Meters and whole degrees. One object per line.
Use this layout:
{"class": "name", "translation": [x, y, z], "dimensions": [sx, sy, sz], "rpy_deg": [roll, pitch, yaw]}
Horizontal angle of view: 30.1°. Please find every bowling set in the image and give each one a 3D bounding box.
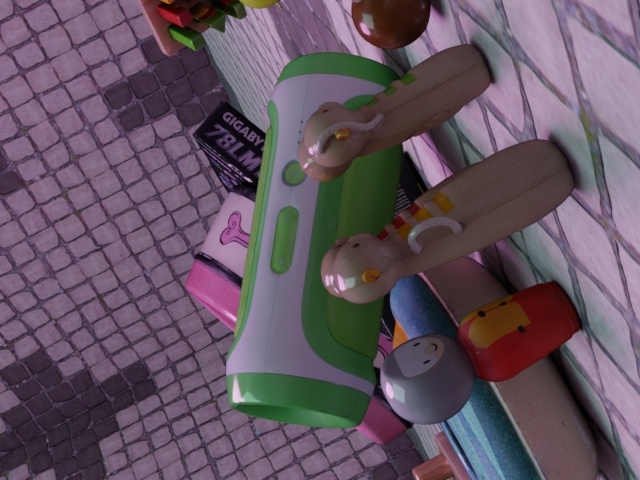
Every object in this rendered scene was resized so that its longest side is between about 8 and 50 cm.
{"class": "bowling set", "translation": [0.038, -0.064, 0.808], "dimensions": [0.200, 0.154, 0.287], "rpy_deg": [61, 176, 5]}

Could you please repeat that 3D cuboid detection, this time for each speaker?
{"class": "speaker", "translation": [0.000, 0.000, 0.991], "dimensions": [0.131, 0.131, 0.296], "rpy_deg": [74, -157, -73]}

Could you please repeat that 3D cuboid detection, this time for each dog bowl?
{"class": "dog bowl", "translation": [-0.004, 0.110, 1.567], "dimensions": [0.408, 0.150, 0.408], "rpy_deg": [39, 172, 6]}

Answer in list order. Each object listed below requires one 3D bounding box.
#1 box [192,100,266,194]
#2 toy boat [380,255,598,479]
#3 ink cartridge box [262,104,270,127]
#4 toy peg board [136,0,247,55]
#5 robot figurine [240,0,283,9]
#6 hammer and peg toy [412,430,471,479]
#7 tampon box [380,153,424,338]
{"class": "box", "translation": [-0.021, -0.033, 1.638], "dimensions": [0.295, 0.073, 0.293], "rpy_deg": [38, 173, 17]}
{"class": "toy boat", "translation": [0.124, 0.117, 0.984], "dimensions": [0.267, 0.148, 0.318], "rpy_deg": [61, 176, 18]}
{"class": "ink cartridge box", "translation": [-0.048, -0.172, 1.993], "dimensions": [0.088, 0.052, 0.122], "rpy_deg": [60, 177, 25]}
{"class": "toy peg board", "translation": [-0.158, -0.343, 1.568], "dimensions": [0.079, 0.161, 0.161], "rpy_deg": [32, 155, 45]}
{"class": "robot figurine", "translation": [-0.075, -0.302, 1.294], "dimensions": [0.115, 0.067, 0.101], "rpy_deg": [60, -167, 21]}
{"class": "hammer and peg toy", "translation": [0.268, 0.454, 1.648], "dimensions": [0.361, 0.127, 0.266], "rpy_deg": [59, 173, 43]}
{"class": "tampon box", "translation": [0.074, 0.007, 1.228], "dimensions": [0.161, 0.101, 0.120], "rpy_deg": [61, 177, -1]}
